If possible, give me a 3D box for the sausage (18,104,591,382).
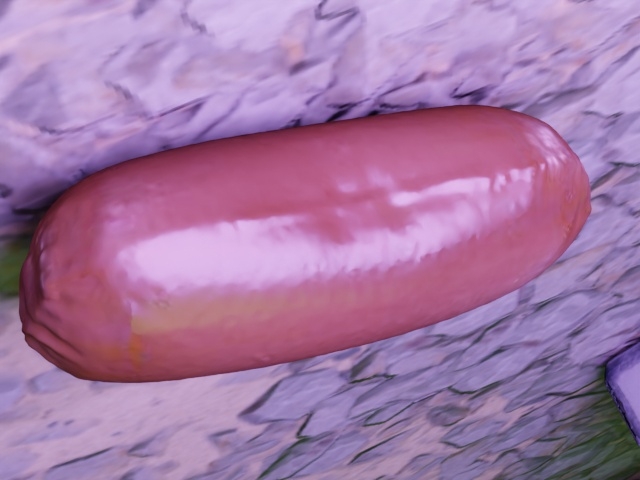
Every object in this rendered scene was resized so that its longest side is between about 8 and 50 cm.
[{"bbox_3d":[0.000,0.000,0.493,0.194,0.077,0.077,-13,152,-27],"label":"sausage"}]

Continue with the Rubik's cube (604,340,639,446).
[{"bbox_3d":[0.332,0.115,0.845,0.238,0.237,0.237,-38,154,23],"label":"Rubik's cube"}]
